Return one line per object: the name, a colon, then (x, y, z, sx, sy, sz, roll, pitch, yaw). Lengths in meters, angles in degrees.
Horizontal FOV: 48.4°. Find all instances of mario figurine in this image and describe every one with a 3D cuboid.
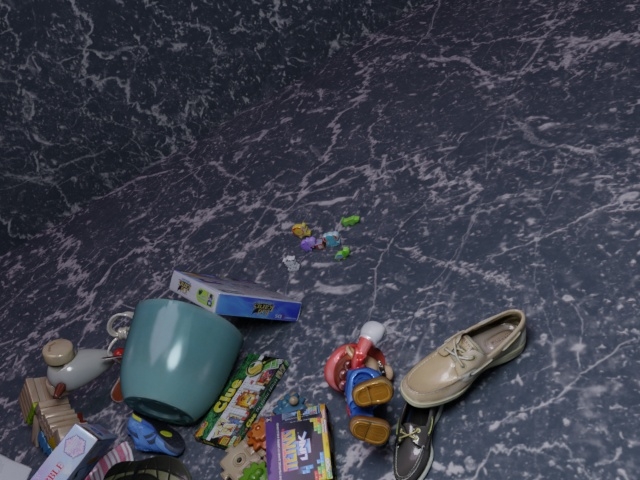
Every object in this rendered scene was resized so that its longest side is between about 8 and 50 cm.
mario figurine: (0.116, 0.300, 1.502, 0.198, 0.170, 0.320, -51, 10, 6)

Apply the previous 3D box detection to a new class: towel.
towel: (-0.550, 0.604, 1.779, 0.197, 0.029, 0.144, -37, 34, -8)

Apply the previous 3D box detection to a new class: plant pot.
plant pot: (-0.366, 0.318, 1.783, 0.292, 0.293, 0.235, -7, 52, 33)

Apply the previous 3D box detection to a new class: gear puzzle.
gear puzzle: (-0.144, 0.478, 1.575, 0.339, 0.044, 0.175, -42, 41, -15)

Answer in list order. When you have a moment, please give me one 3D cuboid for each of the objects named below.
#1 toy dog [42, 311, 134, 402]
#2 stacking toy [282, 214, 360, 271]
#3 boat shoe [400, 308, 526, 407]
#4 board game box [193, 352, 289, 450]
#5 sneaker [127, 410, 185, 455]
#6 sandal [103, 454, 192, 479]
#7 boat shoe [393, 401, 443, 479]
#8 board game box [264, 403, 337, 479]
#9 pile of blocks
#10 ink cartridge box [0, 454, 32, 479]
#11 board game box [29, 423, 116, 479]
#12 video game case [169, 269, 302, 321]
toy dog: (-0.615, 0.361, 1.969, 0.333, 0.220, 0.161, -22, 36, -1)
stacking toy: (0.000, 0.000, 2.098, 0.221, 0.052, 0.167, -13, 38, 25)
boat shoe: (0.292, 0.231, 1.443, 0.302, 0.098, 0.109, -25, 48, -16)
board game box: (-0.194, 0.395, 1.762, 0.136, 0.030, 0.260, -2, 44, 42)
sneaker: (-0.415, 0.502, 1.784, 0.209, 0.069, 0.082, 20, 91, 41)
sandal: (-0.394, 0.569, 1.649, 0.302, 0.086, 0.120, -12, 39, 41)
boat shoe: (0.187, 0.382, 1.425, 0.081, 0.069, 0.228, -8, 40, 32)
board game box: (-0.043, 0.443, 1.503, 0.141, 0.048, 0.170, -14, 48, 7)
pile of blocks: (-0.735, 0.516, 2.004, 0.112, 0.149, 0.362, -2, 23, -41)
ink cartridge box: (-0.865, 0.715, 1.718, 0.272, 0.130, 0.310, -44, 24, 29)
board game box: (-0.610, 0.566, 1.619, 0.318, 0.065, 0.319, -54, -2, -17)
video game case: (-0.229, 0.150, 1.916, 0.244, 0.269, 0.061, 19, 96, 49)
